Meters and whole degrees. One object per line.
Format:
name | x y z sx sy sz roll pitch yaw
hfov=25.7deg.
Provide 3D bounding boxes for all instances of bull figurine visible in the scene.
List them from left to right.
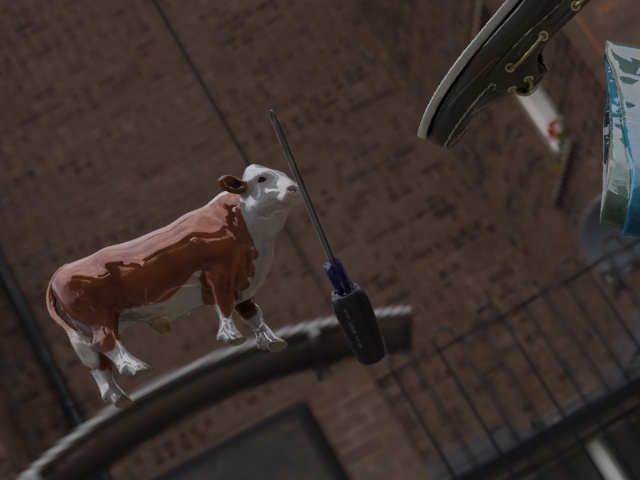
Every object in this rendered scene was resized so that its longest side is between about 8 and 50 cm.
bull figurine | -0.140 0.044 1.491 0.310 0.188 0.101 -22 -25 9

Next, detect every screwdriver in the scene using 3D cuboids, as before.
screwdriver | 0.000 0.000 0.814 0.024 0.170 0.025 -38 23 -32

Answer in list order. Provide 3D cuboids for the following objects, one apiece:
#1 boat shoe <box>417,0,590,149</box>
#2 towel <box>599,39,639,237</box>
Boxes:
boat shoe | 0.222 -0.217 1.571 0.305 0.091 0.109 -54 -5 18
towel | 0.357 -0.030 0.890 0.271 0.370 0.040 -67 -9 -62
